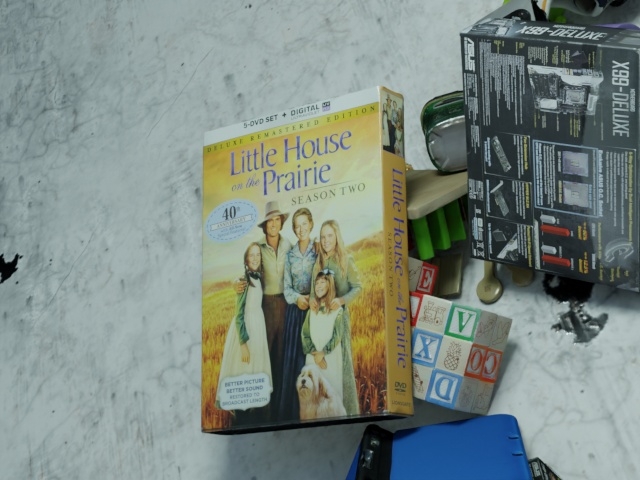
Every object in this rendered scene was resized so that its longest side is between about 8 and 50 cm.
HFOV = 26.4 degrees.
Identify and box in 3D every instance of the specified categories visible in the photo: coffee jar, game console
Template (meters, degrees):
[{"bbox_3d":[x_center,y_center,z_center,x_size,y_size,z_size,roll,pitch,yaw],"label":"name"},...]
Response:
[{"bbox_3d":[0.191,-0.155,1.904,0.096,0.079,0.184,-15,16,7],"label":"coffee jar"},{"bbox_3d":[0.110,0.319,1.565,0.293,0.173,0.250,-58,-11,-81],"label":"game console"}]

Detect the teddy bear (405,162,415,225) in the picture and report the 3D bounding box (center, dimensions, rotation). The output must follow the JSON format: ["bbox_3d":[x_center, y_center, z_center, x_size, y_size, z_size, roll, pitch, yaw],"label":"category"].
[{"bbox_3d":[0.000,0.000,1.964,0.338,0.113,0.245,-31,46,15],"label":"teddy bear"}]

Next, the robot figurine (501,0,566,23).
[{"bbox_3d":[0.315,-0.331,2.006,0.101,0.067,0.115,34,80,18],"label":"robot figurine"}]

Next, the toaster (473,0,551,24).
[{"bbox_3d":[0.294,-0.218,1.865,0.110,0.186,0.168,-24,54,26],"label":"toaster"}]

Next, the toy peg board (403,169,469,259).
[{"bbox_3d":[0.130,-0.034,1.831,0.161,0.079,0.161,-26,19,-39],"label":"toy peg board"}]

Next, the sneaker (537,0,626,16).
[{"bbox_3d":[0.419,-0.396,1.937,0.321,0.126,0.127,-20,84,-5],"label":"sneaker"}]

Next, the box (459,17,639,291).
[{"bbox_3d":[0.295,-0.109,1.668,0.242,0.307,0.076,11,27,37],"label":"box"}]

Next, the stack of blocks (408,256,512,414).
[{"bbox_3d":[0.093,0.104,1.765,0.297,0.087,0.171,14,87,37],"label":"stack of blocks"}]

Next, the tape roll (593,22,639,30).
[{"bbox_3d":[0.364,-0.184,1.760,0.080,0.189,0.189,3,60,39],"label":"tape roll"}]

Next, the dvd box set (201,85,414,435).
[{"bbox_3d":[-0.025,0.033,1.772,0.308,0.062,0.420,-10,74,35],"label":"dvd box set"}]

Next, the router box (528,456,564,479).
[{"bbox_3d":[0.260,0.315,1.518,0.038,0.092,0.122,-28,45,19],"label":"router box"}]

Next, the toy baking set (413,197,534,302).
[{"bbox_3d":[0.237,-0.021,1.855,0.197,0.030,0.256,20,77,39],"label":"toy baking set"}]
